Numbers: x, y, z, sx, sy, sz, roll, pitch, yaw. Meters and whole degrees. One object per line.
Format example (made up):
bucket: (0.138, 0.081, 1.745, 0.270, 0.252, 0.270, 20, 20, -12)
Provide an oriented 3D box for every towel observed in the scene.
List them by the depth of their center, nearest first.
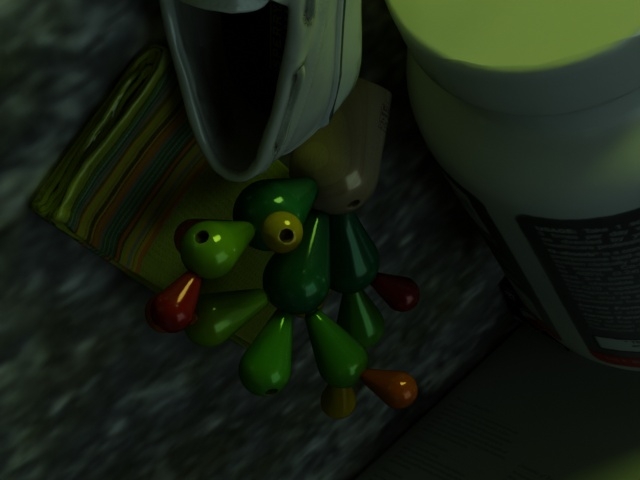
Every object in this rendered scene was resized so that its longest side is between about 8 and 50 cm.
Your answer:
towel: (-0.058, -0.011, 0.803, 0.102, 0.021, 0.237, -54, 148, -3)

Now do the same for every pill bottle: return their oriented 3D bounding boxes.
pill bottle: (0.172, -0.077, 0.876, 0.210, 0.210, 0.363, -52, 148, -8)

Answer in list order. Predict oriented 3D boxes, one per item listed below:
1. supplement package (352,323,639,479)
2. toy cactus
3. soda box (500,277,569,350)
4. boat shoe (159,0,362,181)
supplement package: (0.187, 0.216, 1.114, 0.262, 0.199, 0.198, -39, 127, -27)
toy cactus: (0.000, 0.000, 0.801, 0.219, 0.112, 0.181, 25, 82, -51)
soda box: (0.215, -0.001, 1.136, 0.169, 0.060, 0.053, -48, 145, -14)
boat shoe: (-0.036, -0.137, 0.655, 0.088, 0.096, 0.268, -54, 159, -35)
